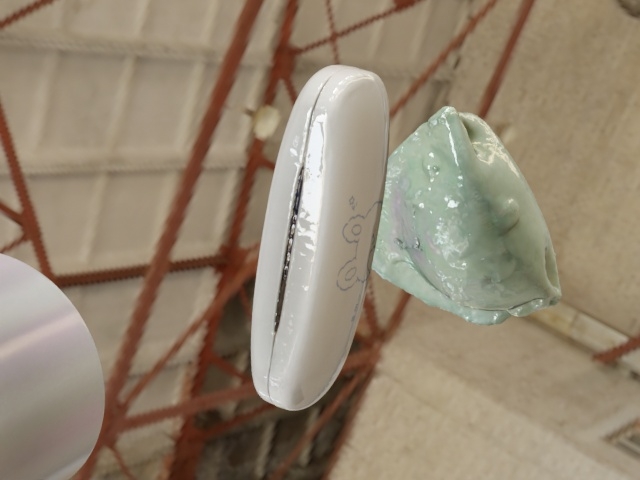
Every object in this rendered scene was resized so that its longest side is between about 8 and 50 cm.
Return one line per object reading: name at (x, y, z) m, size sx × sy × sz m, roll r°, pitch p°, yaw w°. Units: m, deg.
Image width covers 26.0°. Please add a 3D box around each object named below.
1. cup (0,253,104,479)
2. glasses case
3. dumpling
cup at (-0.383, 0.164, 1.222) m, size 0.371 × 0.253 × 0.253 m, roll -27°, pitch -41°, yaw -64°
glasses case at (0.000, 0.000, 0.920) m, size 0.092 × 0.059 × 0.233 m, roll -15°, pitch -62°, yaw -60°
dumpling at (0.113, -0.010, 1.170) m, size 0.149 × 0.105 × 0.216 m, roll -27°, pitch -64°, yaw -3°
